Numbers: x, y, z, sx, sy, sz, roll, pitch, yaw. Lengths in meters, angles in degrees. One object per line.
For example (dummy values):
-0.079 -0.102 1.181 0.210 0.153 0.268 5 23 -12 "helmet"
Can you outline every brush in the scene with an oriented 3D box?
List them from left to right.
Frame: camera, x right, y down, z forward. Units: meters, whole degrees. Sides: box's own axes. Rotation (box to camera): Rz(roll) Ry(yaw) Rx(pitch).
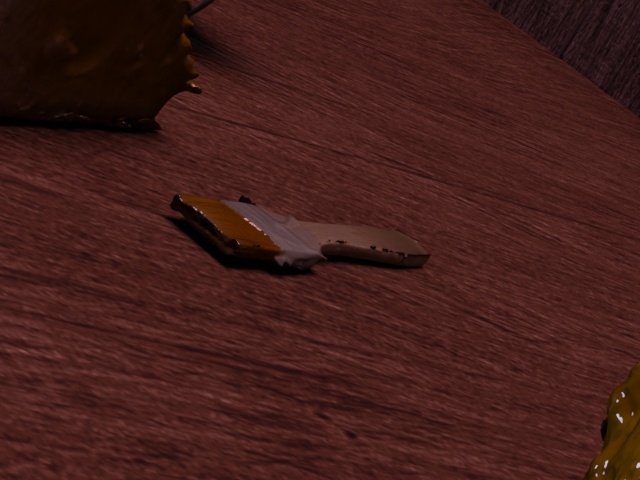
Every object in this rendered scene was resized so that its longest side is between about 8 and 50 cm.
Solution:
0.000 0.000 1.497 0.085 0.020 0.336 38 15 27 "brush"

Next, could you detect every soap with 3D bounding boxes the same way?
-0.160 -0.244 1.429 0.169 0.304 0.338 40 17 19 "soap"

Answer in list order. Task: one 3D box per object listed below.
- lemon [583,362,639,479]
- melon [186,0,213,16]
0.270 0.182 0.960 0.322 0.268 0.268 35 15 13 "lemon"
-0.105 -0.399 1.880 0.272 0.272 0.308 40 -11 33 "melon"
